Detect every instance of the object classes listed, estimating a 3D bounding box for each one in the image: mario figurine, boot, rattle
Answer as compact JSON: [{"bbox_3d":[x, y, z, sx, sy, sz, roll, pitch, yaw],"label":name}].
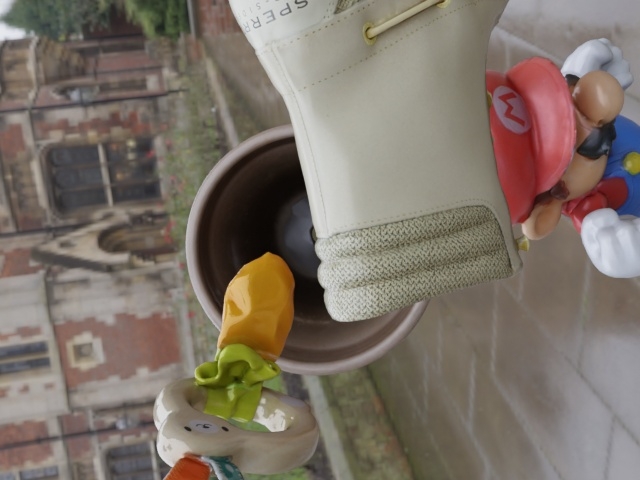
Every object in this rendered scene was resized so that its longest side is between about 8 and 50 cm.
[{"bbox_3d":[0.223,-0.068,0.660,0.198,0.320,0.170,29,107,48],"label":"mario figurine"},{"bbox_3d":[0.070,-0.080,0.482,0.095,0.262,0.204,-13,96,42],"label":"boot"},{"bbox_3d":[-0.055,0.102,0.611,0.143,0.130,0.199,-59,-11,10],"label":"rattle"}]

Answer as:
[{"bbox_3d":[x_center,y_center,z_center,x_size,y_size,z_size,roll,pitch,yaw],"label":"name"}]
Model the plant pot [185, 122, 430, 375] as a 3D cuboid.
[{"bbox_3d":[0.000,0.000,0.996,0.229,0.263,0.263,-48,-49,-83],"label":"plant pot"}]
